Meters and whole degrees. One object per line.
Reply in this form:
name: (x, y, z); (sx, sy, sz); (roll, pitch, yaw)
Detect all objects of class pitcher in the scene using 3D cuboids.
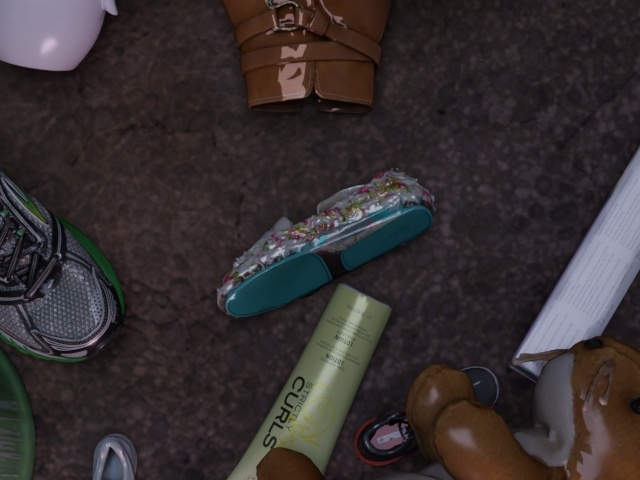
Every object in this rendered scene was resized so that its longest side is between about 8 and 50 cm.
pitcher: (-0.245, -0.272, 1.646); (0.177, 0.125, 0.207); (15, 105, 10)

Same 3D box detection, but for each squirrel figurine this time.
squirrel figurine: (0.203, 0.287, 1.515); (0.370, 0.281, 0.397); (-28, 98, -14)

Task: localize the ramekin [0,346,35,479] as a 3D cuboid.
ramekin: (-0.437, 0.197, 1.588); (0.303, 0.148, 0.303); (0, 81, 1)

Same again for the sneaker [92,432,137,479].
sneaker: (-0.203, 0.265, 1.618); (0.053, 0.061, 0.152); (-6, 83, -2)

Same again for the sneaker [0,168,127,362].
sneaker: (-0.334, -0.009, 1.619); (0.343, 0.146, 0.134); (41, 84, 6)

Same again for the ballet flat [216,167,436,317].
ballet flat: (0.000, 0.000, 1.654); (0.241, 0.091, 0.077); (-24, 51, -6)

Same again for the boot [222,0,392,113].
boot: (-0.069, -0.237, 1.677); (0.283, 0.109, 0.220); (4, 82, -8)

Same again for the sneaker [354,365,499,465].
sneaker: (0.107, 0.175, 1.622); (0.158, 0.065, 0.061); (-31, 81, -3)

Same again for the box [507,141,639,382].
box: (0.295, 0.002, 1.645); (0.067, 0.063, 0.324); (30, 83, 7)

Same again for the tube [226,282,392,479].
tube: (-0.005, 0.162, 1.633); (0.070, 0.062, 0.240); (24, 87, 45)
